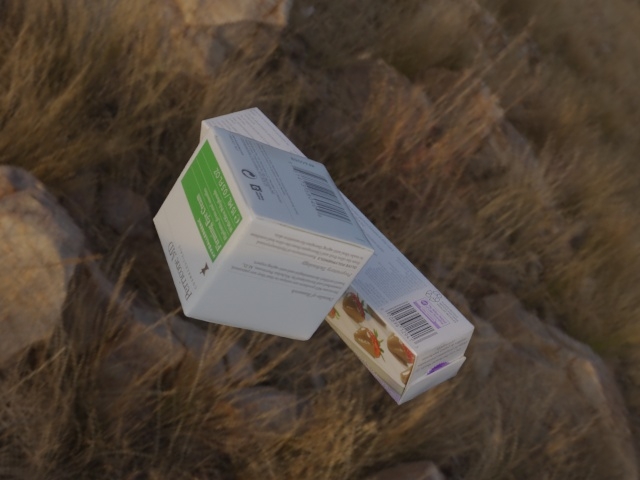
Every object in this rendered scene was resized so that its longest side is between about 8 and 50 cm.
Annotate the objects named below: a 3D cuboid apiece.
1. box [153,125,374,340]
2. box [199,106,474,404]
[{"bbox_3d":[-0.040,-0.004,0.592,0.102,0.087,0.101,15,32,-36],"label":"box"},{"bbox_3d":[0.000,0.000,0.770,0.067,0.063,0.324,-20,50,-32],"label":"box"}]
